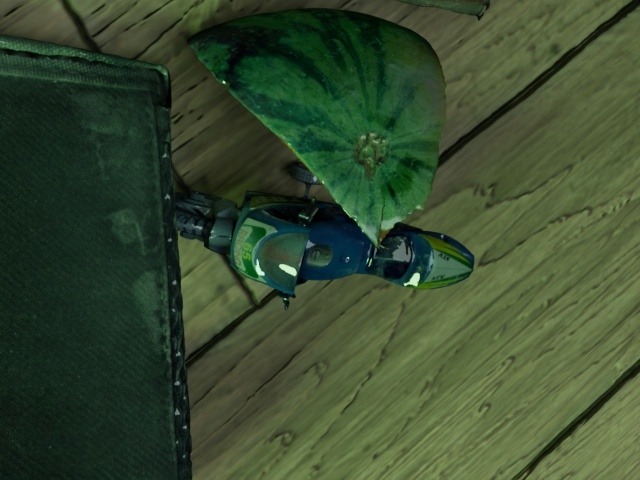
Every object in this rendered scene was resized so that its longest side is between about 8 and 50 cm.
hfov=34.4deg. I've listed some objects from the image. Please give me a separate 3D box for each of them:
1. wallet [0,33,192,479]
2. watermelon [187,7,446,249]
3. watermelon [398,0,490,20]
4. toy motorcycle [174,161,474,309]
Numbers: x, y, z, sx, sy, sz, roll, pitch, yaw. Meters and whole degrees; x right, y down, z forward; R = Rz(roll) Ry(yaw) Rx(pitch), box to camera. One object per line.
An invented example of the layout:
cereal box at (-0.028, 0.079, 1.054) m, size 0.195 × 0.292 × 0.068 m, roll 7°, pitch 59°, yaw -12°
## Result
wallet at (-0.197, 0.042, 0.650) m, size 0.237 × 0.075 × 0.342 m, roll 2°, pitch 79°, yaw -40°
watermelon at (-0.009, -0.107, 0.698) m, size 0.146 × 0.231 × 0.128 m, roll 25°, pitch 105°, yaw -26°
watermelon at (0.053, -0.269, 0.676) m, size 0.261 × 0.201 × 0.213 m, roll 2°, pitch 99°, yaw -29°
toy motorcycle at (0.000, 0.000, 0.791) m, size 0.254 × 0.135 × 0.092 m, roll 6°, pitch 106°, yaw -34°
